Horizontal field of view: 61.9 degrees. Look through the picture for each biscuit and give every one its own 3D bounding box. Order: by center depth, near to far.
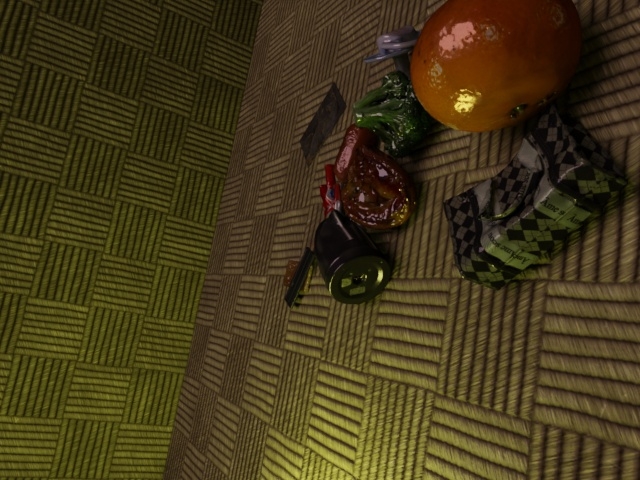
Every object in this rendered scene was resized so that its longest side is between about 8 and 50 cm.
[{"bbox_3d":[-0.102,0.158,2.419,0.231,0.025,0.131,8,84,61],"label":"biscuit"}]

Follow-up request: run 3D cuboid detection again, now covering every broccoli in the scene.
[{"bbox_3d":[0.250,-0.431,1.847,0.308,0.275,0.308,172,90,-88],"label":"broccoli"}]

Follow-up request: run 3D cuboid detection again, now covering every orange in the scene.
[{"bbox_3d":[0.442,-0.455,1.364,0.424,0.423,0.326,-34,71,50],"label":"orange"}]

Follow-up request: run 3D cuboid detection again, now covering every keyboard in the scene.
[{"bbox_3d":[-0.118,0.212,2.368,0.381,0.041,0.103,-61,31,12],"label":"keyboard"}]

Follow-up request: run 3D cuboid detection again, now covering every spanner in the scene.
[{"bbox_3d":[0.111,-0.137,2.150,0.054,0.015,0.255,115,151,-55],"label":"spanner"}]

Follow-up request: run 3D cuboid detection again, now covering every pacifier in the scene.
[{"bbox_3d":[0.306,-0.652,1.937,0.238,0.287,0.226,10,128,45],"label":"pacifier"}]

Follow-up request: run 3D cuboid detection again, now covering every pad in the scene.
[{"bbox_3d":[0.004,-0.560,2.595,0.368,0.007,0.248,-55,34,32],"label":"pad"}]

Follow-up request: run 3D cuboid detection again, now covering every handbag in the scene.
[{"bbox_3d":[0.506,-0.117,1.336,0.416,0.180,0.317,-51,24,38],"label":"handbag"}]

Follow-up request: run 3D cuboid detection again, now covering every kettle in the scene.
[{"bbox_3d":[0.091,0.071,1.944,0.324,0.228,0.321,-117,14,-48],"label":"kettle"}]

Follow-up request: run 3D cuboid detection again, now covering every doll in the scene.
[{"bbox_3d":[0.051,-0.133,2.210,0.188,0.099,0.384,108,161,-52],"label":"doll"}]

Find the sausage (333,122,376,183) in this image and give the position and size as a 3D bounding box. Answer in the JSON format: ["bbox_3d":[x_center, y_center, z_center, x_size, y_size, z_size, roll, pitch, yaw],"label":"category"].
[{"bbox_3d":[0.138,-0.349,2.131,0.133,0.133,0.259,31,100,60],"label":"sausage"}]

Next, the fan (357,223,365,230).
[{"bbox_3d":[0.134,-0.125,2.143,0.057,0.023,0.282,-53,34,32],"label":"fan"}]

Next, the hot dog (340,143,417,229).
[{"bbox_3d":[0.192,-0.191,1.903,0.387,0.174,0.267,-127,44,-56],"label":"hot dog"}]
